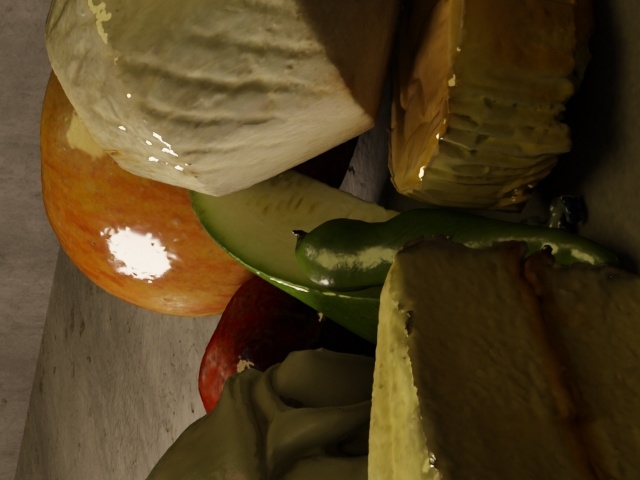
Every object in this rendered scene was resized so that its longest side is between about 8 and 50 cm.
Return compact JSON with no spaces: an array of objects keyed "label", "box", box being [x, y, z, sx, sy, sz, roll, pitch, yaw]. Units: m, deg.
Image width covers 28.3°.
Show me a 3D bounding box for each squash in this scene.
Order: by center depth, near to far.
[{"label":"squash","box":[0.000,0.000,1.129,0.111,0.288,0.203,-56,2,-17]}]

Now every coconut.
[{"label":"coconut","box":[-0.060,-0.194,1.092,0.329,0.328,0.329,-175,90,-68]}]

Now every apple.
[{"label":"apple","box":[-0.143,-0.127,1.418,0.400,0.333,0.400,-58,11,18]}]

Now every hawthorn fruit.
[{"label":"hawthorn fruit","box":[-0.027,0.146,1.331,0.250,0.215,0.215,115,151,-50]}]

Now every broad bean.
[{"label":"broad bean","box":[0.107,0.020,1.007,0.318,0.056,0.098,14,68,34]}]

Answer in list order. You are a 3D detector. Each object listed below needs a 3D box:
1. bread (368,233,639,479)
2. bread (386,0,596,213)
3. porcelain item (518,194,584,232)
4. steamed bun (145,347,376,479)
[{"label":"bread","box":[0.154,0.083,0.821,0.135,0.240,0.178,167,106,-67]},{"label":"bread","box":[0.140,-0.148,1.045,0.179,0.133,0.250,136,140,-63]},{"label":"porcelain item","box":[0.181,0.018,1.063,0.136,0.021,0.075,140,127,-61]},{"label":"steamed bun","box":[0.021,0.210,1.043,0.324,0.309,0.219,26,105,64]}]
